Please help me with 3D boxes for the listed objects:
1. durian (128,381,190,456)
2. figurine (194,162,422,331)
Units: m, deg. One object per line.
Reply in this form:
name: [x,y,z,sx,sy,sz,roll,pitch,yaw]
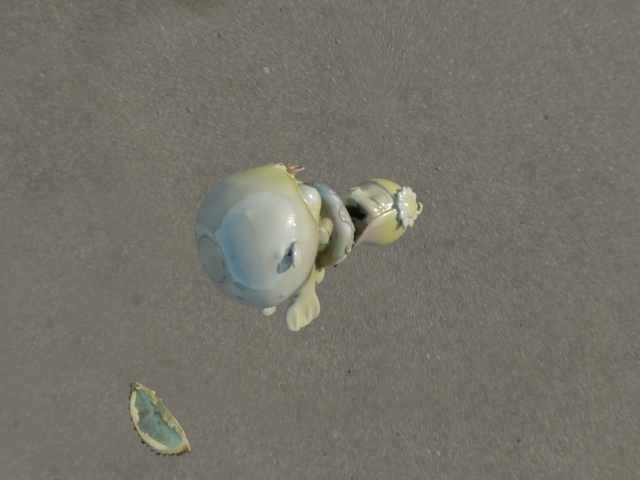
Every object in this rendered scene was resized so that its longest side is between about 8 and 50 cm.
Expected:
durian: [-0.232,0.256,0.839,0.130,0.066,0.052,44,59,14]
figurine: [0.000,0.000,0.947,0.394,0.227,0.274,-19,118,-36]
